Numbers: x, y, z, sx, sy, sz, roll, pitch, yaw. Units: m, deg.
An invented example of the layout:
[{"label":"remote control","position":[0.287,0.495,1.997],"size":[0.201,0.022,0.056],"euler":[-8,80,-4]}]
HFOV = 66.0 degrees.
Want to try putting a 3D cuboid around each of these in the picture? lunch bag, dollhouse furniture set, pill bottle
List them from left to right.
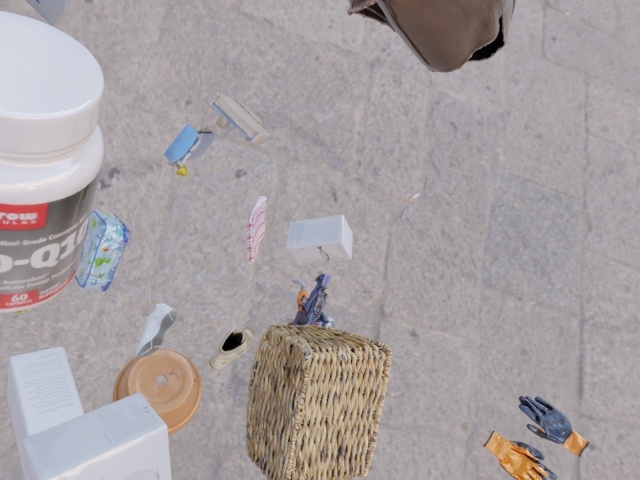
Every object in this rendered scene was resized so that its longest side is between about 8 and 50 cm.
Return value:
[{"label":"pill bottle","position":[-0.312,-0.063,0.495],"size":[0.161,0.283,0.161],"euler":[19,45,-20]},{"label":"lunch bag","position":[-0.661,0.027,1.476],"size":[0.090,0.176,0.219],"euler":[16,100,-43]},{"label":"dollhouse furniture set","position":[-0.350,-0.332,1.748],"size":[0.198,0.286,0.303],"euler":[44,104,-2]}]

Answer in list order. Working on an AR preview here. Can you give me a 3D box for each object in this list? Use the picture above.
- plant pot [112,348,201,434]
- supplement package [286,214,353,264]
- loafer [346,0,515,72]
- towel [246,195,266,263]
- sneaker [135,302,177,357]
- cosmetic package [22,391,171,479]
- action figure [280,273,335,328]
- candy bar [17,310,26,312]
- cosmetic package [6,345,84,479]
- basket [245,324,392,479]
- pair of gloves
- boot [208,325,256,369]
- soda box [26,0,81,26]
[{"label":"plant pot","position":[-0.530,0.481,1.618],"size":[0.291,0.203,0.291],"euler":[9,59,-15]},{"label":"supplement package","position":[0.000,0.000,1.528],"size":[0.179,0.105,0.105],"euler":[-8,54,20]},{"label":"loafer","position":[0.142,-0.251,0.523],"size":[0.366,0.134,0.130],"euler":[-25,103,-51]},{"label":"towel","position":[-0.211,-0.033,1.631],"size":[0.029,0.197,0.144],"euler":[12,46,5]},{"label":"sneaker","position":[-0.432,0.232,1.276],"size":[0.061,0.054,0.152],"euler":[31,87,33]},{"label":"cosmetic package","position":[-0.424,0.459,0.956],"size":[0.225,0.138,0.224],"euler":[-15,117,-40]},{"label":"action figure","position":[-0.016,0.261,1.790],"size":[0.178,0.330,0.341],"euler":[18,105,-34]},{"label":"candy bar","position":[-0.614,0.124,0.965],"size":[0.040,0.161,0.018],"euler":[-2,72,-13]},{"label":"cosmetic package","position":[-0.828,0.583,1.513],"size":[0.161,0.230,0.453],"euler":[-6,48,-40]},{"label":"basket","position":[-0.015,0.334,1.042],"size":[0.223,0.213,0.299],"euler":[7,94,-35]},{"label":"pair of gloves","position":[0.216,0.202,0.493],"size":[0.083,0.010,0.074],"euler":[-44,60,-14]},{"label":"boot","position":[-0.290,0.353,1.741],"size":[0.077,0.165,0.213],"euler":[45,49,9]},{"label":"soda box","position":[-0.382,-0.474,0.789],"size":[0.098,0.286,0.091],"euler":[46,42,-30]}]
